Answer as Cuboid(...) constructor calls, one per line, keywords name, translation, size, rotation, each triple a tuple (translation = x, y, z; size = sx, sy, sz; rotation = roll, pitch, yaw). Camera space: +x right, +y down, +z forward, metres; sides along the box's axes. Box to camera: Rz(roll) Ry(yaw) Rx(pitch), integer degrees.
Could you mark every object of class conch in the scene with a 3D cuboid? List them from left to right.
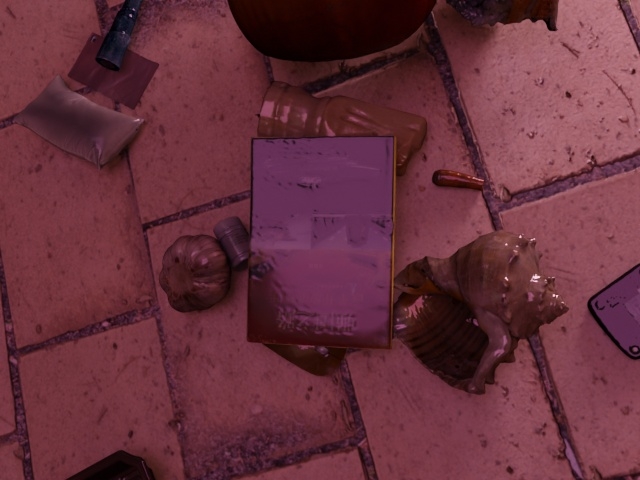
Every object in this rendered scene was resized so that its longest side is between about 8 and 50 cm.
Cuboid(name="conch", translation=(0.258, 0.118, 1.251), size=(0.186, 0.324, 0.263), rotation=(22, 79, -26))

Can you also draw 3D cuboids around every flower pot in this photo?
Cuboid(name="flower pot", translation=(-0.389, 0.502, 1.398), size=(0.251, 0.084, 0.178), rotation=(-30, 73, 9))

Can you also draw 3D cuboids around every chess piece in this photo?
Cuboid(name="chess piece", translation=(0.041, -0.205, 1.414), size=(0.301, 0.137, 0.137), rotation=(12, 82, 13))

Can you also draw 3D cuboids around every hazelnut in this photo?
Cuboid(name="hazelnut", translation=(0.018, -0.483, 1.338), size=(0.410, 0.359, 0.359), rotation=(18, 83, 43))

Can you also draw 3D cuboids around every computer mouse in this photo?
Cuboid(name="computer mouse", translation=(-0.045, 0.167, 1.393), size=(0.199, 0.045, 0.102), rotation=(32, 91, 20))

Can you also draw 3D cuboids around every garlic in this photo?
Cuboid(name="garlic", translation=(-0.231, 0.061, 1.435), size=(0.147, 0.102, 0.159), rotation=(40, 119, 16))

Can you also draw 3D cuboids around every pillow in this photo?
Cuboid(name="pillow", translation=(-0.504, -0.249, 1.590), size=(0.254, 0.078, 0.144), rotation=(28, 77, 19))

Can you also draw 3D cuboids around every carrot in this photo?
Cuboid(name="carrot", translation=(0.247, -0.109, 1.377), size=(0.093, 0.032, 0.032), rotation=(11, 82, 14))

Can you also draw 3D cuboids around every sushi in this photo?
Cuboid(name="sushi", translation=(0.306, -0.478, 1.341), size=(0.140, 0.184, 0.274), rotation=(-14, 58, -34))

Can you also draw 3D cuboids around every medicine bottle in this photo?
Cuboid(name="medicine bottle", translation=(-0.159, 0.006, 1.449), size=(0.058, 0.058, 0.091), rotation=(-32, 73, 7))

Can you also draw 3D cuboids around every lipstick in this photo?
Cuboid(name="lipstick", translation=(-0.407, -0.475, 1.624), size=(0.054, 0.053, 0.234), rotation=(17, 78, 18))

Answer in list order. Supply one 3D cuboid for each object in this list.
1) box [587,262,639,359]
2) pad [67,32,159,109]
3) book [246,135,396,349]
Cuboid(name="box", translation=(0.522, 0.117, 1.255), size=(0.125, 0.027, 0.126), rotation=(-37, 71, 6))
Cuboid(name="pad", translation=(-0.444, -0.363, 1.634), size=(0.188, 0.006, 0.113), rotation=(27, 86, 17))
Cuboid(name="book", translation=(0.000, 0.000, 1.348), size=(0.263, 0.028, 0.373), rotation=(1, 88, 12))
